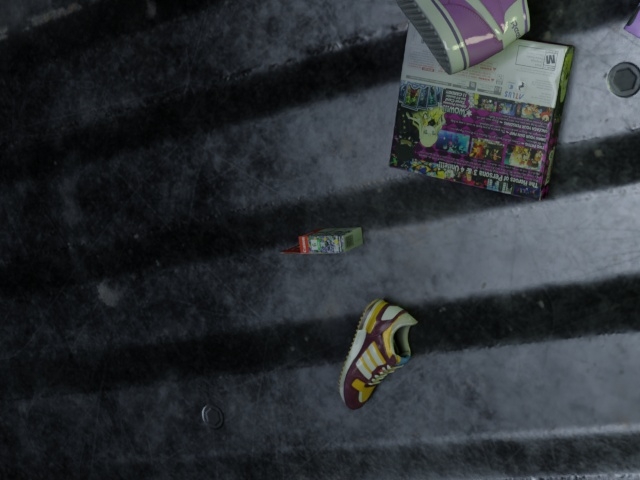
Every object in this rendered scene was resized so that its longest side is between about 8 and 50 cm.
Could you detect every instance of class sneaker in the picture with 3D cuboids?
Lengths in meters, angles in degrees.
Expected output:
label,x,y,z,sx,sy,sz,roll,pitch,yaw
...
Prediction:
label,x,y,z,sx,sy,sz,roll,pitch,yaw
sneaker,0.088,0.185,1.556,0.083,0.069,0.186,25,113,29
sneaker,0.180,-0.359,1.383,0.161,0.102,0.282,-28,67,-1

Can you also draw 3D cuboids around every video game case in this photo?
label,x,y,z,sx,sy,sz,roll,pitch,yaw
video game case,0.216,-0.181,1.417,0.232,0.042,0.210,15,107,27

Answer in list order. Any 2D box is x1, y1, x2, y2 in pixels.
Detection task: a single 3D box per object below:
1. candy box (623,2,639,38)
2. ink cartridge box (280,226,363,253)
label,x,y,z,sx,sy,sz,roll,pitch,yaw
candy box,0.488,-0.297,1.219,0.165,0.070,0.196,37,117,18
ink cartridge box,0.000,0.000,1.569,0.115,0.063,0.029,-1,101,30
